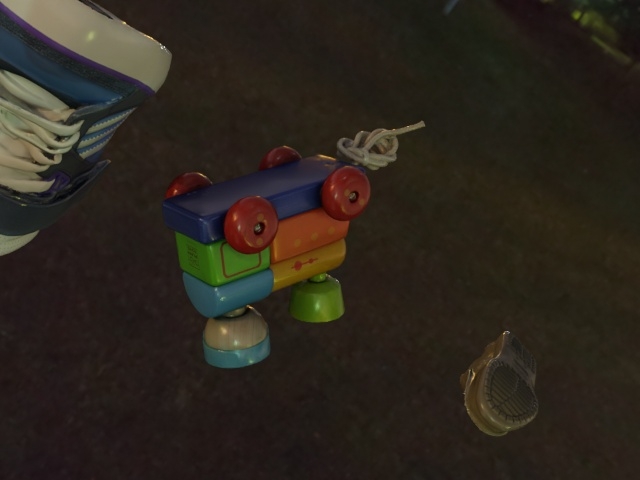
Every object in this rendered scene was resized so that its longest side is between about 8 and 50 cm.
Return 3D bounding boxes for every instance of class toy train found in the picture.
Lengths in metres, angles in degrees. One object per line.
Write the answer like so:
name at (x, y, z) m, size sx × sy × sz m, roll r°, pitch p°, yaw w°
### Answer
toy train at (0.000, 0.000, 0.789) m, size 0.248 × 0.143 × 0.105 m, roll -19°, pitch 27°, yaw -33°

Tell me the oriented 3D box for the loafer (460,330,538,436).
loafer at (0.139, 0.120, 0.776) m, size 0.056 × 0.050 × 0.148 m, roll 47°, pitch 22°, yaw 5°

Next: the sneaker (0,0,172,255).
sneaker at (-0.226, -0.067, 0.716) m, size 0.130 × 0.236 × 0.323 m, roll 33°, pitch -1°, yaw -12°
